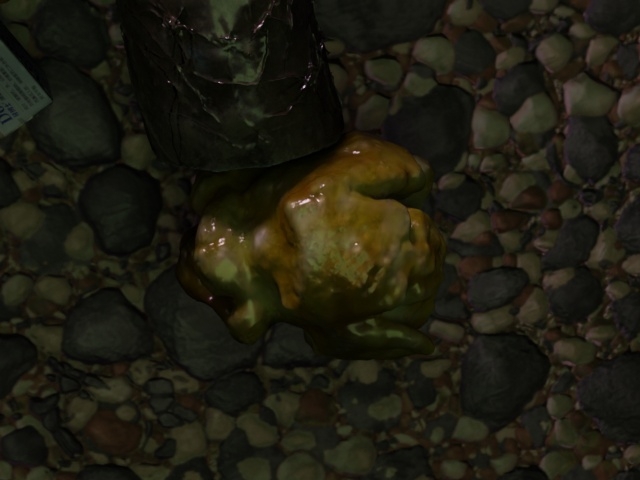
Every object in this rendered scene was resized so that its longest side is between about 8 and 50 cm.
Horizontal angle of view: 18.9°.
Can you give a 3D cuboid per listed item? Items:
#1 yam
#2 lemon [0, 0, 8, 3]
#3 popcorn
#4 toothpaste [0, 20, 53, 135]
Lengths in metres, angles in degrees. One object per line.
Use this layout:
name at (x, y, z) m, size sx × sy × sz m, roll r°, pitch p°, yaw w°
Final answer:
yam at (-0.086, -0.206, 1.804) m, size 0.202 × 0.201 × 0.271 m, roll -14°, pitch 113°, yaw -9°
lemon at (-0.269, -0.329, 1.687) m, size 0.184 × 0.184 × 0.248 m, roll 15°, pitch 105°, yaw -22°
popcorn at (-0.005, 0.003, 1.896) m, size 0.276 × 0.226 × 0.276 m, roll 3°, pitch 149°, yaw 2°
toothpaste at (-0.372, -0.243, 1.761) m, size 0.067 × 0.081 × 0.336 m, roll -35°, pitch 120°, yaw 5°
